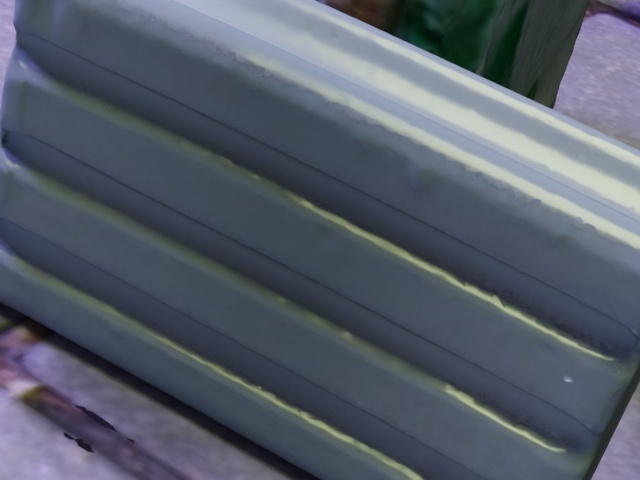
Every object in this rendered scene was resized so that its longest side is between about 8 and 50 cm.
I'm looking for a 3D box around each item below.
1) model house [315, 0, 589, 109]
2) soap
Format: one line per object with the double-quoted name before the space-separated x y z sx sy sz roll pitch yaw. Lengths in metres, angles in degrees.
"model house" -0.028 -0.162 0.781 0.325 0.194 0.267 22 32 15
"soap" 0.000 0.000 0.559 0.265 0.159 0.087 26 31 16
